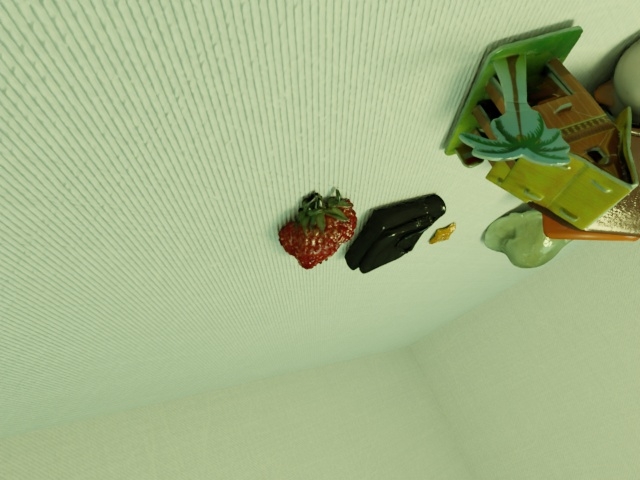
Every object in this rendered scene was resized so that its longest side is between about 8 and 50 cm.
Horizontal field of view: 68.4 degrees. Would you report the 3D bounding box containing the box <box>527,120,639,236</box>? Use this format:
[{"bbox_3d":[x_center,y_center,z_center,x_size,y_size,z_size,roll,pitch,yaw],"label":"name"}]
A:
[{"bbox_3d":[0.685,-0.150,1.083,0.338,0.239,0.230,5,112,-10],"label":"box"}]

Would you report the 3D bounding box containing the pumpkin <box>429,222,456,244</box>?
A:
[{"bbox_3d":[0.411,-0.015,1.569,0.073,0.035,0.101,-21,154,-15],"label":"pumpkin"}]

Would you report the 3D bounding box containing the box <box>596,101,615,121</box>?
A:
[{"bbox_3d":[0.674,-0.284,1.244,0.270,0.045,0.211,-27,157,4],"label":"box"}]

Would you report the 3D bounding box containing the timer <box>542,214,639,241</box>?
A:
[{"bbox_3d":[0.774,-0.124,1.341,0.161,0.258,0.250,-6,-178,-25],"label":"timer"}]

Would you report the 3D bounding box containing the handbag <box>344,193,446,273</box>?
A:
[{"bbox_3d":[0.208,-0.012,1.320,0.244,0.088,0.275,-18,155,-25],"label":"handbag"}]

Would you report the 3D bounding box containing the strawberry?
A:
[{"bbox_3d":[0.000,0.000,1.105,0.188,0.106,0.286,-17,156,-14],"label":"strawberry"}]

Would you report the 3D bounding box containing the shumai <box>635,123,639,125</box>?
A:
[{"bbox_3d":[0.953,-0.282,1.421,0.271,0.222,0.203,-22,-166,-27],"label":"shumai"}]

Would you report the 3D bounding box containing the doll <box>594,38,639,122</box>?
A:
[{"bbox_3d":[0.743,-0.338,1.026,0.250,0.221,0.221,-4,164,20],"label":"doll"}]

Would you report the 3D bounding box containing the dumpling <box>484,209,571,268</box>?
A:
[{"bbox_3d":[0.780,-0.007,1.732,0.269,0.212,0.321,4,133,-43],"label":"dumpling"}]

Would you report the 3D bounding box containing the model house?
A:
[{"bbox_3d":[0.373,-0.149,0.881,0.339,0.324,0.300,-19,155,-13],"label":"model house"}]
